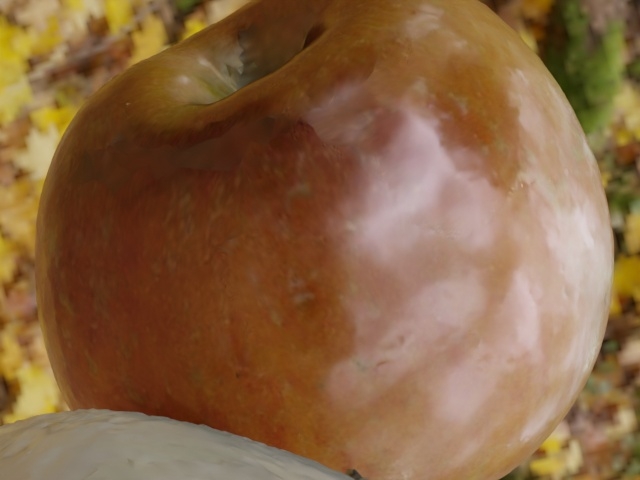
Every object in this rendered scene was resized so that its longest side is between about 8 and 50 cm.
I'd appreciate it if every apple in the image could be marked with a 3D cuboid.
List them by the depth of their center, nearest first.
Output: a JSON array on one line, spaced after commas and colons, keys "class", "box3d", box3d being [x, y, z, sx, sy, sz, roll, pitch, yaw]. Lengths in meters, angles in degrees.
[{"class": "apple", "box3d": [0.000, 0.000, 0.851, 0.253, 0.253, 0.253, 49, 33, -48]}]

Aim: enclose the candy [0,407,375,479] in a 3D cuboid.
[{"class": "candy", "box3d": [0.000, 0.164, 0.380, 0.185, 0.295, 0.295, -40, 122, -18]}]
